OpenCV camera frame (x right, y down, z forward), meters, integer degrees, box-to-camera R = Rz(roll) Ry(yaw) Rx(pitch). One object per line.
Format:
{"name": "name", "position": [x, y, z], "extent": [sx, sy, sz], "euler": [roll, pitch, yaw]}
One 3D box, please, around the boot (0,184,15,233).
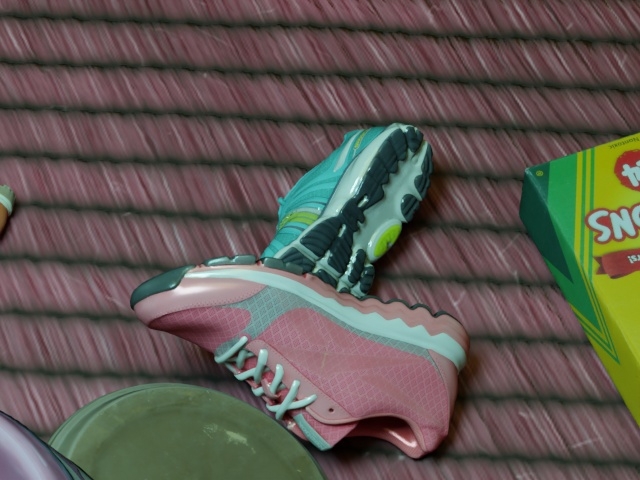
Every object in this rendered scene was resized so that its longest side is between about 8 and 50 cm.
{"name": "boot", "position": [-0.378, -0.024, 1.741], "extent": [0.158, 0.059, 0.084], "euler": [9, 60, 6]}

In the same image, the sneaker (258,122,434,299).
{"name": "sneaker", "position": [0.000, 0.000, 1.710], "extent": [0.110, 0.107, 0.275], "euler": [10, 54, 50]}

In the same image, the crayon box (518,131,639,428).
{"name": "crayon box", "position": [0.340, 0.042, 1.672], "extent": [0.202, 0.081, 0.318], "euler": [-18, 57, -13]}

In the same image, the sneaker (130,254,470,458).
{"name": "sneaker", "position": [-0.013, 0.105, 1.564], "extent": [0.314, 0.116, 0.136], "euler": [15, 66, -20]}

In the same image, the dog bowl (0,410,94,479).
{"name": "dog bowl", "position": [-0.330, 0.281, 1.328], "extent": [0.408, 0.150, 0.408], "euler": [-2, 59, 3]}

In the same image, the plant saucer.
{"name": "plant saucer", "position": [-0.101, 0.228, 1.508], "extent": [0.278, 0.041, 0.278], "euler": [14, 48, -16]}
